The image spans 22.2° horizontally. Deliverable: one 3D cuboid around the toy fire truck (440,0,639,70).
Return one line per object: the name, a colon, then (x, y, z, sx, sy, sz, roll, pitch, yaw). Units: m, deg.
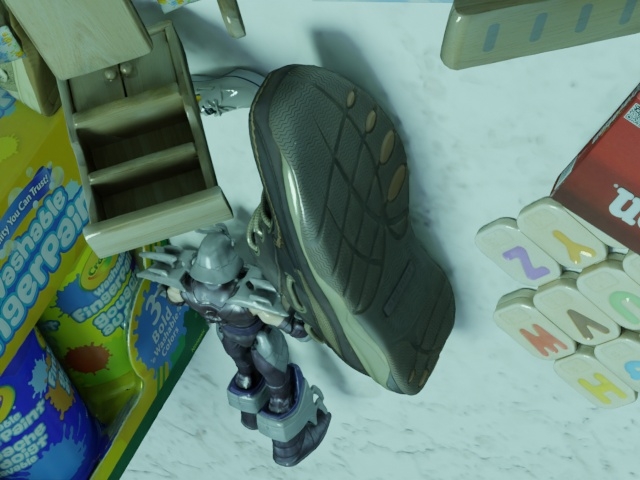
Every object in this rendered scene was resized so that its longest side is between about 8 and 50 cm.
toy fire truck: (0.167, -0.190, 0.764, 0.159, 0.246, 0.217, 14, 146, 25)

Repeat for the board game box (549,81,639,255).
board game box: (0.310, 0.000, 1.113, 0.281, 0.027, 0.145, 32, 141, -2)

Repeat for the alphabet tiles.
alphabet tiles: (0.263, 0.062, 1.274, 0.278, 0.021, 0.284, 39, 148, -14)

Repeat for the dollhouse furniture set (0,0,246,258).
dollhouse furniture set: (-0.154, -0.116, 1.148, 0.212, 0.161, 0.242, -17, 156, 3)

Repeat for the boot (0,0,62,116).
boot: (-0.295, -0.221, 1.277, 0.203, 0.095, 0.262, 24, 154, 12)

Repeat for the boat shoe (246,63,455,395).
boat shoe: (0.000, 0.000, 1.304, 0.130, 0.132, 0.355, 13, 145, 30)

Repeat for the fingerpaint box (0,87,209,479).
fingerpaint box: (-0.309, 0.121, 1.443, 0.163, 0.444, 0.371, 12, 144, 27)

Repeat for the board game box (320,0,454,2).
board game box: (0.056, -0.199, 0.995, 0.212, 0.039, 0.160, 6, 161, 30)

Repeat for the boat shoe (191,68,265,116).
boat shoe: (-0.082, -0.113, 1.302, 0.100, 0.035, 0.035, 4, 140, 38)

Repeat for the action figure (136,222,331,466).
action figure: (-0.068, 0.081, 1.517, 0.185, 0.099, 0.285, 24, 148, 33)
